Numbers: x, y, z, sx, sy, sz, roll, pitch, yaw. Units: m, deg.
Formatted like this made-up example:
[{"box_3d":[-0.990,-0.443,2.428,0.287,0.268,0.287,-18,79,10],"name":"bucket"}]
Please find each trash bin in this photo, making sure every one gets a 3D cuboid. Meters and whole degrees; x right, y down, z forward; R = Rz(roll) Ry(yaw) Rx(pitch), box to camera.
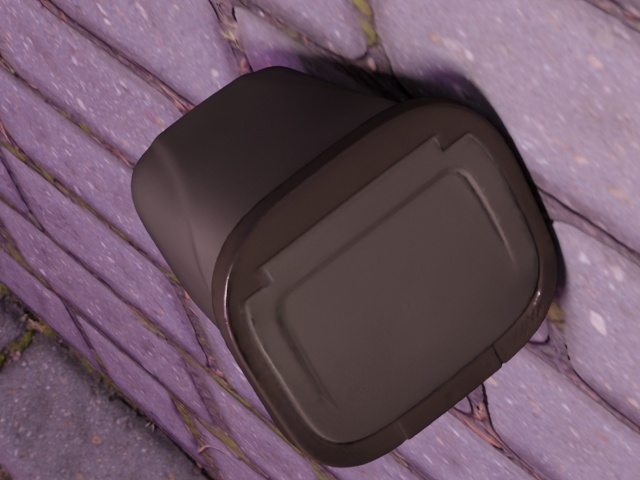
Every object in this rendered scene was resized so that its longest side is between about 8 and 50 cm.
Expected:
[{"box_3d":[0.000,0.000,1.253,0.250,0.220,0.219,34,156,58],"name":"trash bin"}]
